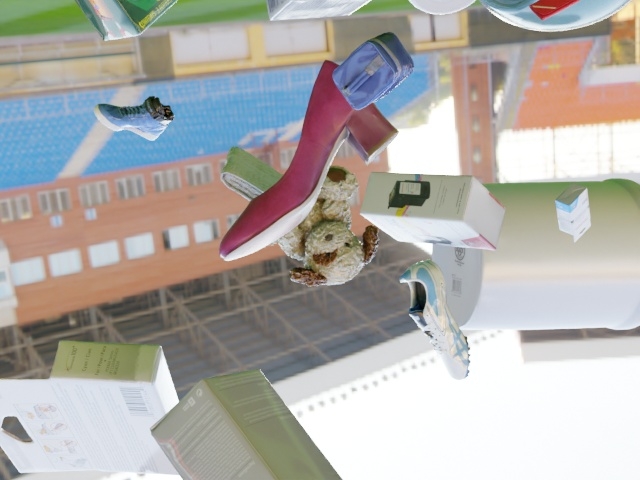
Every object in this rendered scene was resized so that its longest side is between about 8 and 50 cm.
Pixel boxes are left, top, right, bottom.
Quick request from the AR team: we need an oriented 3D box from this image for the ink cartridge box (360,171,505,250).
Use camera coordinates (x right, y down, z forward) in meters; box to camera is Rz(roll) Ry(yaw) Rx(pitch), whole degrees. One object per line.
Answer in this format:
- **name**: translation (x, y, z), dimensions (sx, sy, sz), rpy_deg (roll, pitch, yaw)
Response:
- **ink cartridge box**: translation (0.167, -0.044, 1.228), dimensions (0.175, 0.072, 0.127), rpy_deg (5, 164, 37)

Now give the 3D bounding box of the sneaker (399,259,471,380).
- **sneaker**: translation (0.212, 0.155, 1.536), dimensions (0.086, 0.237, 0.085), rpy_deg (-23, -174, -19)

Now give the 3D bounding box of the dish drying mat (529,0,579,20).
- **dish drying mat**: translation (0.317, -0.318, 1.080), dimensions (0.083, 0.008, 0.032), rpy_deg (-29, -123, -7)

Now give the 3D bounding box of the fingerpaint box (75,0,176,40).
- **fingerpaint box**: translation (-0.391, -0.718, 1.770), dimensions (0.163, 0.371, 0.445), rpy_deg (7, -130, 45)

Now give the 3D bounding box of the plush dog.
- **plush dog**: translation (0.000, 0.000, 1.806), dimensions (0.262, 0.225, 0.211), rpy_deg (-28, 155, -13)

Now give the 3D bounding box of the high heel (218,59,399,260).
- **high heel**: translation (-0.058, -0.134, 1.377), dimensions (0.377, 0.181, 0.127), rpy_deg (-40, 173, -17)

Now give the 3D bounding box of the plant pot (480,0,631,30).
- **plant pot**: translation (0.324, -0.435, 1.218), dimensions (0.290, 0.290, 0.195), rpy_deg (8, -147, 44)

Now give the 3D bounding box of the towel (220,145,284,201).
- **towel**: translation (-0.117, -0.123, 2.034), dimensions (0.282, 0.049, 0.187), rpy_deg (31, -158, -14)

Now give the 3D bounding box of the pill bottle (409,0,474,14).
- **pill bottle**: translation (0.240, -0.638, 1.709), dimensions (0.176, 0.176, 0.319), rpy_deg (-5, -125, 2)

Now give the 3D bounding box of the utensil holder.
- **utensil holder**: translation (0.464, 0.028, 1.736), dimensions (0.385, 0.328, 0.327), rpy_deg (0, -168, -11)

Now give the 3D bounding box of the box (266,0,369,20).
- **box**: translation (-0.001, -0.380, 1.223), dimensions (0.137, 0.072, 0.126), rpy_deg (-9, -175, -18)

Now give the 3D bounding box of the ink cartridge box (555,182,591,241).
- **ink cartridge box**: translation (0.402, -0.044, 1.307), dimensions (0.048, 0.083, 0.028), rpy_deg (-41, -136, -20)

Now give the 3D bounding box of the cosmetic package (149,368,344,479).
- **cosmetic package**: translation (-0.058, 0.261, 0.890), dimensions (0.107, 0.238, 0.127), rpy_deg (-44, 158, 17)

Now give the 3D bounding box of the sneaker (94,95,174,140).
- **sneaker**: translation (-0.337, -0.238, 1.516), dimensions (0.084, 0.058, 0.152), rpy_deg (-38, 148, 25)

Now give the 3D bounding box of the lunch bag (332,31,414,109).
- **lunch bag**: translation (0.063, -0.217, 1.065), dimensions (0.098, 0.067, 0.065), rpy_deg (-38, 177, 42)

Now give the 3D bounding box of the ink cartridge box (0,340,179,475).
- **ink cartridge box**: translation (-0.334, 0.245, 1.168), dimensions (0.261, 0.296, 0.066), rpy_deg (2, -129, 2)
